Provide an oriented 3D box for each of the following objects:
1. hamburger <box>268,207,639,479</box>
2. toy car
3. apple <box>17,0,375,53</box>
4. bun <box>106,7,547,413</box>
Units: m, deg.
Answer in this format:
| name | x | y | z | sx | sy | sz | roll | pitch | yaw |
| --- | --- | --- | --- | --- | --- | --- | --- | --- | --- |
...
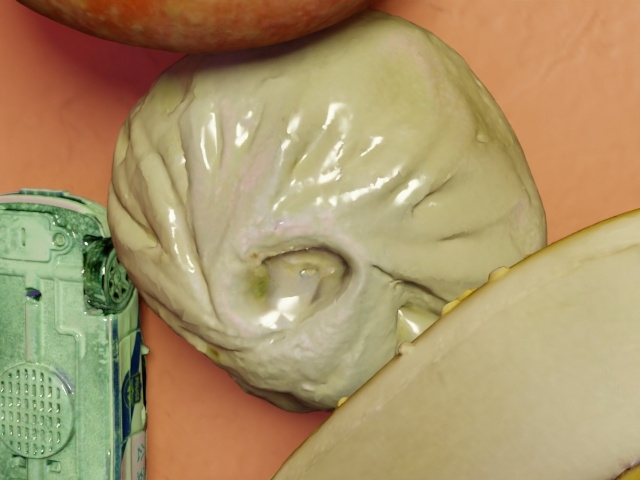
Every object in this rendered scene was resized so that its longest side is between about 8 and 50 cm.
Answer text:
| name | x | y | z | sx | sy | sz | roll | pitch | yaw |
| --- | --- | --- | --- | --- | --- | --- | --- | --- | --- |
| hamburger | 0.102 | 0.109 | 0.492 | 0.295 | 0.151 | 0.227 | -38 | 125 | 21 |
| toy car | -0.131 | 0.084 | 0.644 | 0.090 | 0.076 | 0.224 | 5 | 100 | 21 |
| apple | -0.044 | -0.164 | 0.466 | 0.210 | 0.209 | 0.164 | 16 | 129 | 16 |
| bun | 0.000 | 0.000 | 0.541 | 0.178 | 0.128 | 0.193 | -31 | 96 | 25 |
